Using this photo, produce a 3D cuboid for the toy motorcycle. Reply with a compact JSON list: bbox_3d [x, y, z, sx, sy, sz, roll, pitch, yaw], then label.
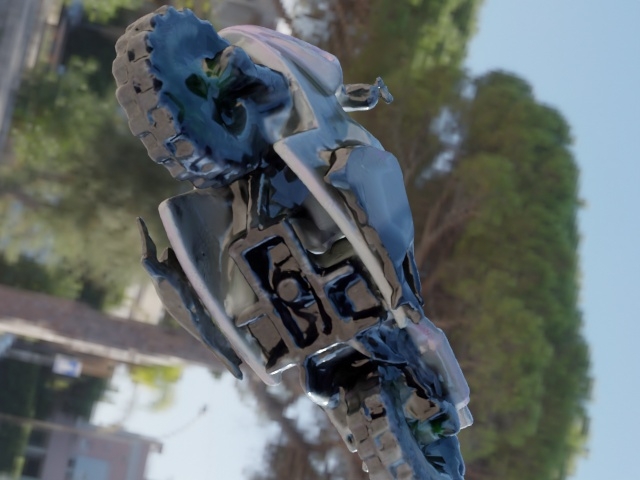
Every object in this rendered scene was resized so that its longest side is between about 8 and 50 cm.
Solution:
[{"bbox_3d":[0.000,0.000,0.793,0.143,0.327,0.188,-27,-166,21],"label":"toy motorcycle"}]
